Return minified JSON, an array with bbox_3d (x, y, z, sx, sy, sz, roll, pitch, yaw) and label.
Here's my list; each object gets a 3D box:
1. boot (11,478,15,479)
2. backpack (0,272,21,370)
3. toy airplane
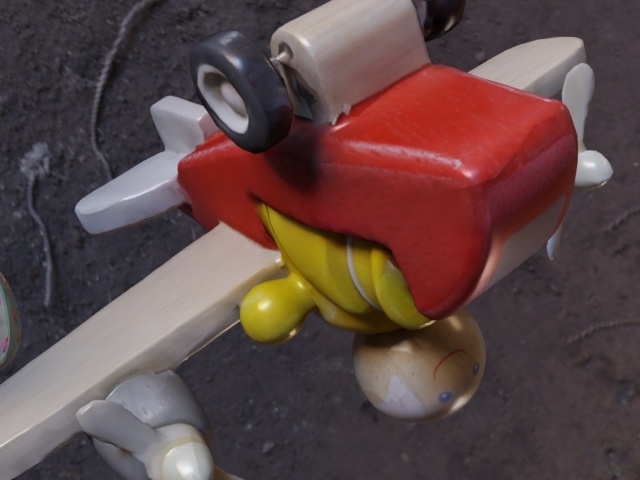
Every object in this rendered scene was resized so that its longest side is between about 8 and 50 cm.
[{"bbox_3d":[-0.296,0.275,0.721,0.096,0.264,0.280,10,148,-20],"label":"boot"},{"bbox_3d":[-0.456,0.102,1.192,0.188,0.144,0.166,-13,81,-15],"label":"backpack"},{"bbox_3d":[0.000,0.000,0.649,0.386,0.384,0.272,-28,100,21],"label":"toy airplane"}]
